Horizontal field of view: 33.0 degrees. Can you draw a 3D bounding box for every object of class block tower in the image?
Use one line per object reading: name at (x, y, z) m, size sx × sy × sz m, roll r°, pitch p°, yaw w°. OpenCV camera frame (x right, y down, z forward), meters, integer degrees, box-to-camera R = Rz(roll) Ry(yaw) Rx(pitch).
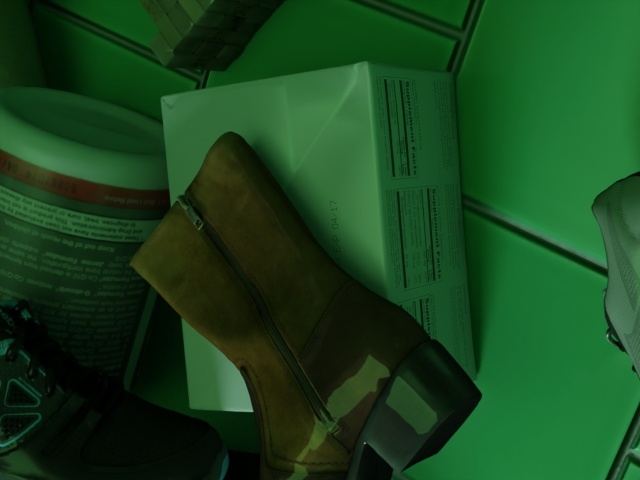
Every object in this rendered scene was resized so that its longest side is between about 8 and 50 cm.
block tower at (-0.034, -0.292, 0.919) m, size 0.335 × 0.091 × 0.097 m, roll -45°, pitch 70°, yaw 28°

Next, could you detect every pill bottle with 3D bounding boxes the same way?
pill bottle at (-0.262, 0.055, 1.032) m, size 0.210 × 0.210 × 0.363 m, roll 28°, pitch 109°, yaw 29°

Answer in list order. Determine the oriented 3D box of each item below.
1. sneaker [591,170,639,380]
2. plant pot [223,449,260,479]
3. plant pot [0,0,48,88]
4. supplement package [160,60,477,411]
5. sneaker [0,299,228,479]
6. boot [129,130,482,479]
sneaker at (0.260, 0.077, 0.765) m, size 0.108 × 0.100 × 0.272 m, roll -14°, pitch 83°, yaw 48°
plant pot at (-0.128, 0.286, 0.996) m, size 0.167 × 0.188 × 0.188 m, roll 17°, pitch 105°, yaw 45°
plant pot at (-0.401, -0.218, 1.098) m, size 0.256 × 0.256 × 0.274 m, roll -35°, pitch 86°, yaw 31°
supplement package at (0.000, 0.000, 0.891) m, size 0.204 × 0.145 × 0.262 m, roll -3°, pitch 92°, yaw 33°
sneaker at (-0.238, 0.129, 0.876) m, size 0.340 × 0.125 × 0.140 m, roll 12°, pitch 105°, yaw 3°
boot at (-0.060, 0.102, 0.797) m, size 0.280 × 0.096 × 0.264 m, roll 45°, pitch 116°, yaw 22°
